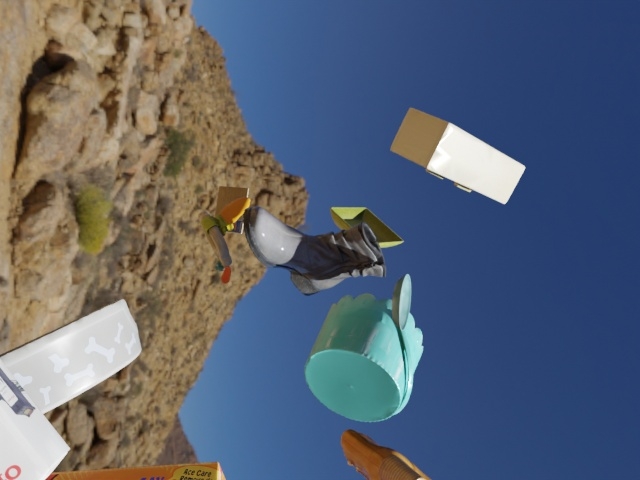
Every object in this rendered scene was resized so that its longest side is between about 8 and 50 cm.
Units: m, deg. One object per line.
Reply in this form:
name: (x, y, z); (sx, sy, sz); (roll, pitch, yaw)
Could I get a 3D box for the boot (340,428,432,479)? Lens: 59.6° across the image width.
boot: (0.168, 0.510, 1.167); (0.211, 0.104, 0.295); (20, -31, 52)

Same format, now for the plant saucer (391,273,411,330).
plant saucer: (0.169, 0.129, 1.179); (0.119, 0.021, 0.120); (4, 90, -70)

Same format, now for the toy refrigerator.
toy refrigerator: (0.262, -0.150, 1.054); (0.102, 0.269, 0.094); (38, -73, 45)

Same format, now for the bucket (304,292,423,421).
bucket: (0.104, 0.290, 1.358); (0.183, 0.281, 0.281); (-57, 169, -48)

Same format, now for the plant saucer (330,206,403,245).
plant saucer: (0.136, -0.032, 1.736); (0.188, 0.188, 0.045); (45, -60, 31)

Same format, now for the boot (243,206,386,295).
boot: (0.000, 0.000, 1.217); (0.222, 0.338, 0.118); (-17, -122, 23)

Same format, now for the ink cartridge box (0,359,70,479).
ink cartridge box: (-0.426, 0.206, 0.609); (0.237, 0.172, 0.100); (53, -11, -1)

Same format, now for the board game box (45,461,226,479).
board game box: (-0.351, 0.637, 1.021); (0.356, 0.355, 0.357); (97, -11, -57)

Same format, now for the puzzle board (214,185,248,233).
puzzle board: (-0.250, -0.086, 1.564); (0.096, 0.011, 0.128); (6, -94, 24)

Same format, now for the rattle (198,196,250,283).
rattle: (-0.234, -0.001, 1.479); (0.130, 0.142, 0.200); (13, -47, 47)

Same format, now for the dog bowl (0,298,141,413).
dog bowl: (-0.458, 0.210, 0.916); (0.102, 0.348, 0.348); (66, -22, -3)
